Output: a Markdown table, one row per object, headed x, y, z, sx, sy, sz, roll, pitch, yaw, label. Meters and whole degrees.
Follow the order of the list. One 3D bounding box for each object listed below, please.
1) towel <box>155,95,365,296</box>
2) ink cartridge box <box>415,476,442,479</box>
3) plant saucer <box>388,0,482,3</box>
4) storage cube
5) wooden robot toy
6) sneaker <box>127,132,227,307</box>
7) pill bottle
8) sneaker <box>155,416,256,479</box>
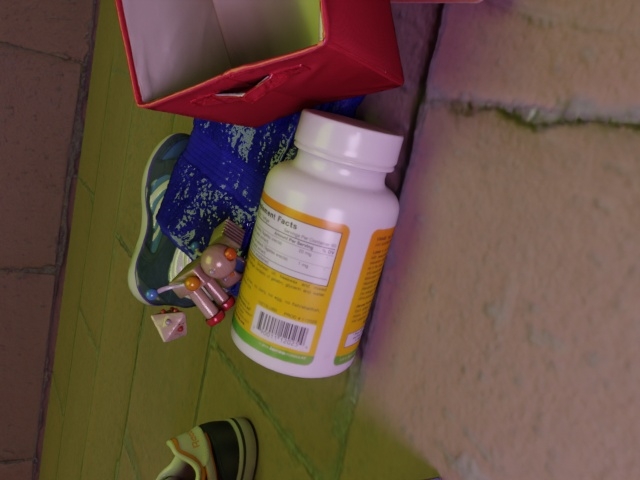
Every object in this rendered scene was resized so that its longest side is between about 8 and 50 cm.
| x | y | z | sx | sy | sz | roll | pitch | yaw | label |
| --- | --- | --- | --- | --- | --- | --- | --- | --- | --- |
| -0.092 | -0.103 | 0.721 | 0.228 | 0.076 | 0.308 | 35 | 109 | 28 | towel |
| -0.009 | 0.346 | 0.398 | 0.072 | 0.304 | 0.307 | -41 | 52 | 47 | ink cartridge box |
| 0.092 | -0.356 | 0.537 | 0.259 | 0.048 | 0.258 | 34 | 129 | 54 | plant saucer |
| -0.050 | -0.223 | 0.527 | 0.184 | 0.193 | 0.214 | -11 | 89 | 25 | storage cube |
| -0.104 | 0.032 | 0.602 | 0.079 | 0.076 | 0.173 | -35 | 14 | 34 | wooden robot toy |
| -0.183 | -0.050 | 0.935 | 0.236 | 0.130 | 0.322 | -11 | 62 | 39 | sneaker |
| 0.000 | 0.000 | 0.591 | 0.136 | 0.136 | 0.245 | 38 | 118 | 53 | pill bottle |
| -0.182 | 0.412 | 0.835 | 0.126 | 0.128 | 0.321 | 15 | 99 | 56 | sneaker |
